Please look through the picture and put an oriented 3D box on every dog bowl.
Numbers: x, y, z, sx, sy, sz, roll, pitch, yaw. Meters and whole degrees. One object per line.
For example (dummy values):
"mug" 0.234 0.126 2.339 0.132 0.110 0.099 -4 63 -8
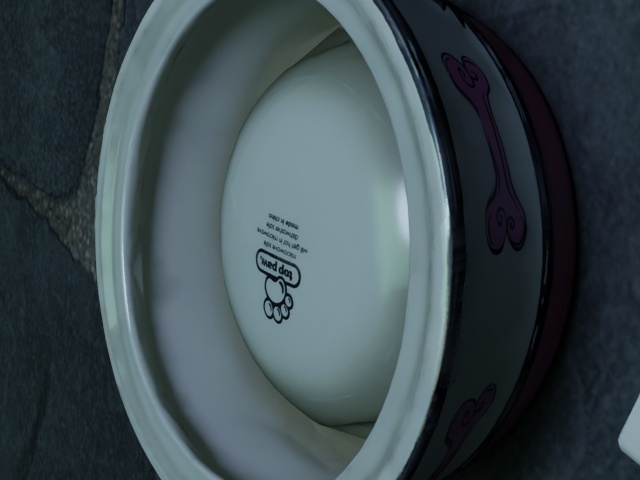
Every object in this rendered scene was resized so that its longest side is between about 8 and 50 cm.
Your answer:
"dog bowl" 0.000 0.000 0.779 0.408 0.150 0.408 4 95 52

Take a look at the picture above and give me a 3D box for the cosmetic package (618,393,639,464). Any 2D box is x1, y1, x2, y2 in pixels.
"cosmetic package" 0.237 0.069 0.250 0.309 0.113 0.160 43 124 45
